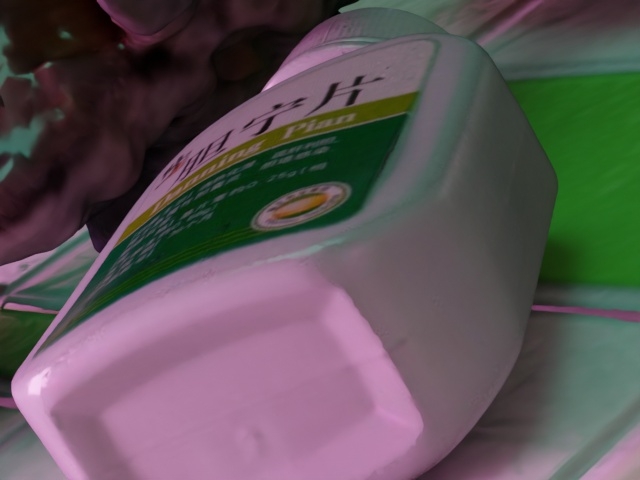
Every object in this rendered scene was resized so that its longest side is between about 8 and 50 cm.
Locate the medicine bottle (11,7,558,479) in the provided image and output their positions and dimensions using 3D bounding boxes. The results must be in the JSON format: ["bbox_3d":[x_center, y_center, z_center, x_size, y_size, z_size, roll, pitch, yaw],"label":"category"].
[{"bbox_3d":[0.000,0.000,0.488,0.119,0.069,0.183,-26,17,24],"label":"medicine bottle"}]

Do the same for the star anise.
[{"bbox_3d":[-0.041,-0.070,0.592,0.236,0.093,0.229,-37,-18,-37],"label":"star anise"}]
